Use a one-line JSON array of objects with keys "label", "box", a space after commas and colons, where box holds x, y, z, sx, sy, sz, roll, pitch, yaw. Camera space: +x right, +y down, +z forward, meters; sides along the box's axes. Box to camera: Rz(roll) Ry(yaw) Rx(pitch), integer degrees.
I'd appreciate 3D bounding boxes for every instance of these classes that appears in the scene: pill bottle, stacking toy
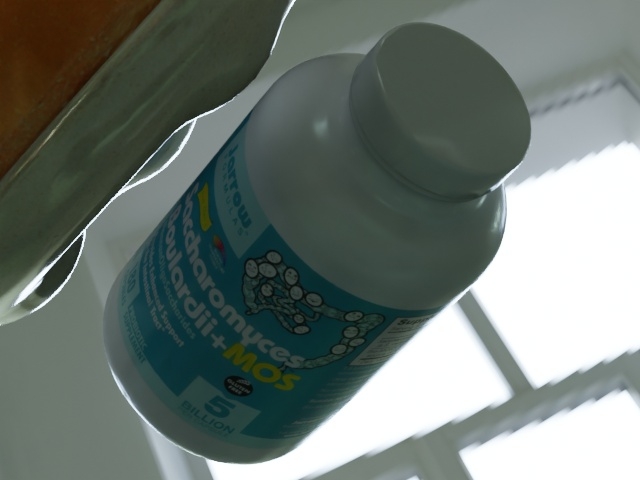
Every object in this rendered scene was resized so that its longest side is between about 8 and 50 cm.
[{"label": "pill bottle", "box": [0.000, 0.000, 1.022, 0.146, 0.146, 0.264, 13, -40, -27]}, {"label": "stacking toy", "box": [-0.235, -0.219, 0.990, 0.480, 0.350, 0.350, 42, -77, -6]}]
